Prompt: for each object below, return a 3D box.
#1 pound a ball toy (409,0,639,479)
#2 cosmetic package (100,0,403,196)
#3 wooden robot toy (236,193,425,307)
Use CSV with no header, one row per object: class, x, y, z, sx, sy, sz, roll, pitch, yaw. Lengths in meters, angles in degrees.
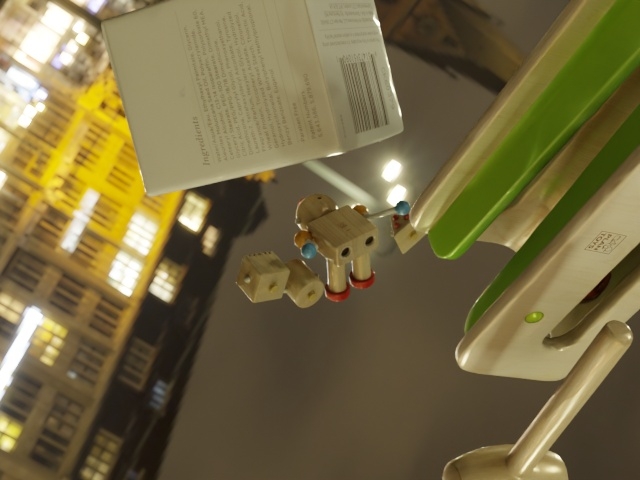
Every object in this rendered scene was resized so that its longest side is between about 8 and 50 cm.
pound a ball toy,0.180,0.006,0.702,0.319,0.135,0.208,-56,-142,41
cosmetic package,-0.053,-0.135,0.982,0.183,0.152,0.151,-11,-174,24
wooden robot toy,0.000,0.000,0.957,0.079,0.173,0.076,44,-34,36
